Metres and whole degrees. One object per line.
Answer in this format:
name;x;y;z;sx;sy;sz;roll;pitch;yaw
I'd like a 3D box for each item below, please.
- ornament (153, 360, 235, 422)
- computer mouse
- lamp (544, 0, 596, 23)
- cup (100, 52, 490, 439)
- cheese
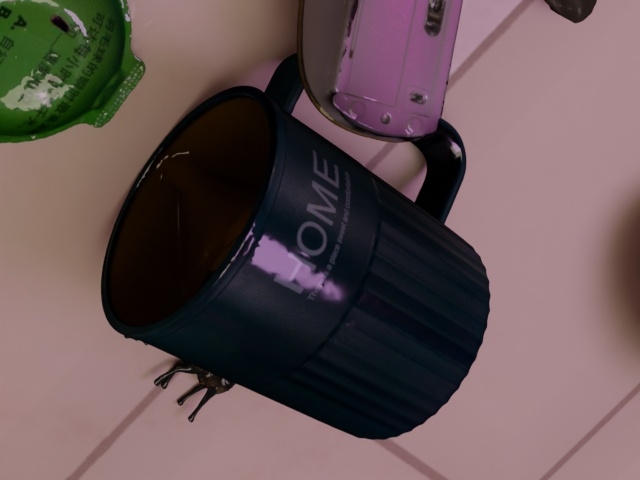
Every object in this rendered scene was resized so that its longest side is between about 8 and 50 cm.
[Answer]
ornament;-0.106;0.133;1.281;0.125;0.028;0.073;-33;124;2
computer mouse;0.067;-0.242;1.077;0.158;0.072;0.310;11;89;-32
lamp;0.211;-0.305;1.112;0.101;0.101;0.250;-25;127;-5
cup;-0.013;0.010;1.154;0.292;0.308;0.242;32;136;-31
cheese;-0.290;-0.191;1.004;0.320;0.083;0.204;30;107;-33
